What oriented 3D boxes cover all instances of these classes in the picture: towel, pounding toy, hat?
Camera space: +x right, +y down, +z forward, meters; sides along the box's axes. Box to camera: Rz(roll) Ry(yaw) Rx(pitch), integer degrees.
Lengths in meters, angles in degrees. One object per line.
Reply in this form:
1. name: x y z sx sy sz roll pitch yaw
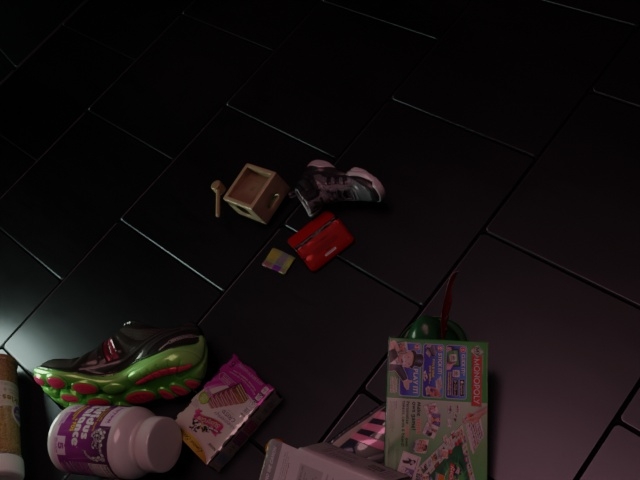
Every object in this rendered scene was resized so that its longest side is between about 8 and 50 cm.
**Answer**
1. towel: -0.113 0.055 2.076 0.083 0.009 0.060 21 67 31
2. pounding toy: -0.218 -0.118 2.187 0.206 0.094 0.181 21 73 41
3. hat: 0.234 0.202 1.729 0.172 0.184 0.209 -1 58 22

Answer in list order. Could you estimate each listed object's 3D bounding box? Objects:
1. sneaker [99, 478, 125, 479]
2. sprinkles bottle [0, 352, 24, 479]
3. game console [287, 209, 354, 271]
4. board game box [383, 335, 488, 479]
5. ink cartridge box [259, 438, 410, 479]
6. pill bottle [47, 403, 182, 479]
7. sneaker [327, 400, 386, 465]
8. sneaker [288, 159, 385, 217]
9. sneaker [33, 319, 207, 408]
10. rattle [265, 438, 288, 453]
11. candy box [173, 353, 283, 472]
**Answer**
1. sneaker: -0.523 0.695 1.764 0.112 0.121 0.299 -4 49 38
2. sprinkles bottle: -0.853 0.474 2.027 0.121 0.121 0.356 -25 53 5
3. game console: 0.000 0.000 2.065 0.144 0.085 0.124 -38 84 -4
4. board game box: 0.243 0.367 1.617 0.213 0.046 0.318 3 74 3
5. ink cartridge box: 0.000 0.578 1.543 0.271 0.130 0.310 15 89 29
6. pill bottle: -0.484 0.476 1.825 0.301 0.169 0.169 -5 56 29
7. sneaker: 0.145 0.429 1.686 0.319 0.112 0.131 -34 78 -6
8. sneaker: 0.037 -0.122 2.064 0.268 0.101 0.153 20 56 37
9. sneaker: -0.504 0.322 1.983 0.482 0.185 0.202 -10 37 12
10. rattle: -0.080 0.554 1.659 0.130 0.143 0.200 14 57 8
11. candy box: -0.226 0.411 1.848 0.159 0.071 0.233 33 75 34
